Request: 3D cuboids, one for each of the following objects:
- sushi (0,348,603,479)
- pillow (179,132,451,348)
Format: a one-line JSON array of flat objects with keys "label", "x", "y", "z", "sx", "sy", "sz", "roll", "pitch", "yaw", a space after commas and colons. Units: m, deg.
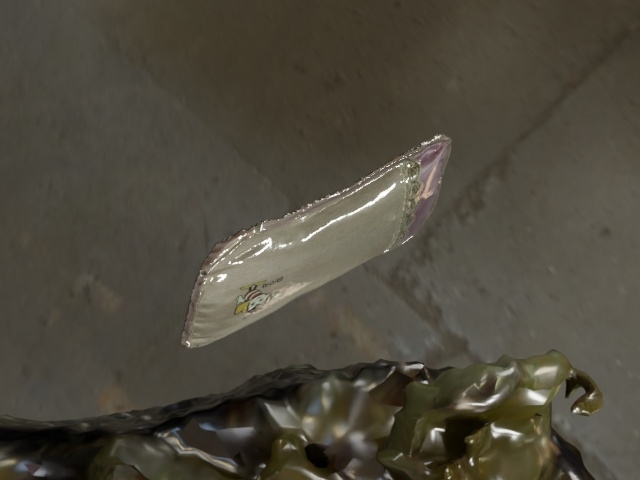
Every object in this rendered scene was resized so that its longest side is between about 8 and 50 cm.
[{"label": "sushi", "x": -0.043, "y": 0.100, "z": 0.348, "sx": 0.212, "sy": 0.115, "sz": 0.147, "roll": -5, "pitch": 85, "yaw": 3}, {"label": "pillow", "x": 0.000, "y": 0.000, "z": 1.300, "sx": 0.233, "sy": 0.038, "sz": 0.130, "roll": -28, "pitch": 156, "yaw": -27}]
